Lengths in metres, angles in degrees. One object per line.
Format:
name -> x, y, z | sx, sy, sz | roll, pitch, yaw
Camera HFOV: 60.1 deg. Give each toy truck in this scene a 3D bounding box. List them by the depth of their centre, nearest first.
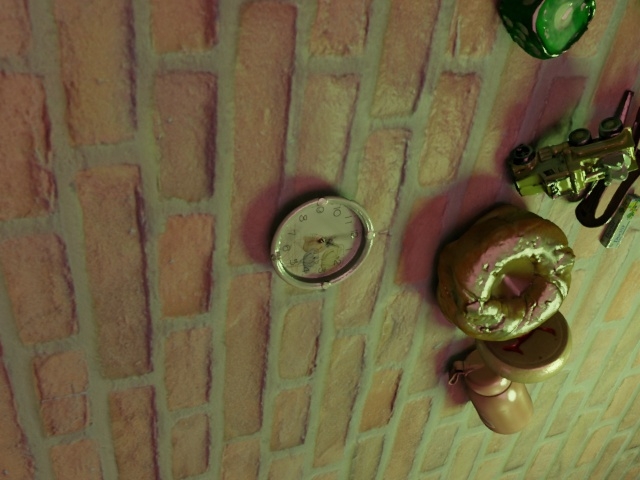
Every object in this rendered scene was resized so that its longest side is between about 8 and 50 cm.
toy truck -> 0.563, -0.161, 1.244 | 0.259, 0.135, 0.128 | -11, 136, 27

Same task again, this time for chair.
chair -> 0.775, -0.173, 1.336 | 0.183, 0.176, 0.327 | 13, 118, 2

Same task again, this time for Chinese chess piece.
Chinese chess piece -> 0.549, 0.266, 1.507 | 0.249, 0.250, 0.103 | -25, 140, -7

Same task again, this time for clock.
clock -> 0.000, 0.000, 1.202 | 0.236, 0.053, 0.237 | -11, 124, -17

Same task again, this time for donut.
donut -> 0.456, 0.092, 1.394 | 0.359, 0.170, 0.361 | -6, 117, -13

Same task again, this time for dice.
dice -> 0.427, -0.435, 1.051 | 0.128, 0.120, 0.131 | -43, 127, 10

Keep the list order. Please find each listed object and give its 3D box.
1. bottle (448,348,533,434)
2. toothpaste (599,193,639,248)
bottle -> 0.516, 0.453, 1.683 | 0.206, 0.173, 0.297 | -10, 136, 26
toothpaste -> 0.847, -0.055, 1.558 | 0.046, 0.034, 0.164 | -1, 123, -20
